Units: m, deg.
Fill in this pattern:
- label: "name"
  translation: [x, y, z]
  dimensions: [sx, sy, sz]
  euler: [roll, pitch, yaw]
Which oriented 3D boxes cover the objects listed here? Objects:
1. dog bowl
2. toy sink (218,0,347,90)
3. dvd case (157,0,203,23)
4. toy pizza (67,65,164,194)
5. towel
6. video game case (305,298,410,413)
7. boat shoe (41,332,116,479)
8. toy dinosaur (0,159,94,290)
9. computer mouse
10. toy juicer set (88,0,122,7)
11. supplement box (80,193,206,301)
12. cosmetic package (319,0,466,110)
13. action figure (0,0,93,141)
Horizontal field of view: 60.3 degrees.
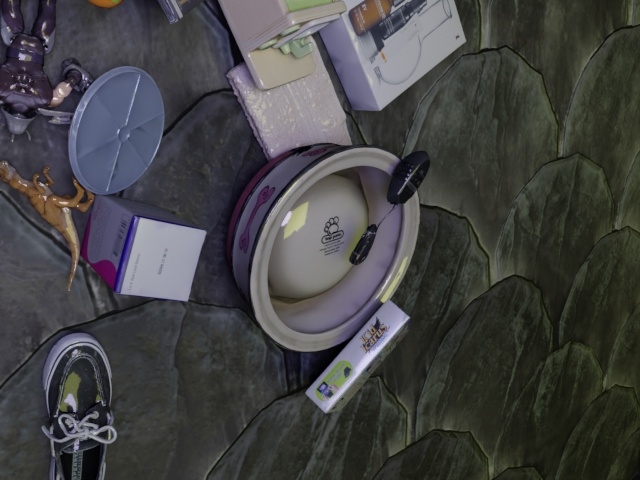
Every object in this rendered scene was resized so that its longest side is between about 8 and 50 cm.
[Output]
- label: "dog bowl"
  translation: [0.000, 0.000, 1.055]
  dimensions: [0.407, 0.150, 0.408]
  euler: [-20, 124, -33]
- label: "toy sink"
  translation: [-0.060, -0.389, 0.897]
  dimensions: [0.152, 0.131, 0.234]
  euler: [-34, 106, -42]
- label: "dvd case"
  translation: [-0.219, -0.426, 0.805]
  dimensions: [0.221, 0.018, 0.165]
  euler: [-77, 147, -54]
- label: "toy pizza"
  translation: [-0.313, -0.168, 0.844]
  dimensions: [0.201, 0.032, 0.201]
  euler: [-58, 162, -32]
- label: "towel"
  translation: [-0.046, -0.235, 1.056]
  dimensions: [0.187, 0.049, 0.282]
  euler: [-39, 122, -22]
- label: "video game case"
  translation: [0.088, 0.252, 1.171]
  dimensions: [0.244, 0.061, 0.269]
  euler: [-47, 163, -6]
- label: "boat shoe"
  translation: [-0.401, 0.311, 0.915]
  dimensions: [0.113, 0.105, 0.307]
  euler: [5, 100, -37]
- label: "toy dinosaur"
  translation: [-0.405, -0.043, 0.854]
  dimensions: [0.112, 0.064, 0.212]
  euler: [-33, 111, -4]
- label: "computer mouse"
  translation: [0.118, -0.062, 1.001]
  dimensions: [0.242, 0.041, 0.071]
  euler: [-55, 156, 2]
- label: "toy juicer set"
  translation: [-0.328, -0.427, 0.683]
  dimensions: [0.089, 0.329, 0.209]
  euler: [-42, 153, 30]
- label: "supplement box"
  translation: [-0.279, 0.005, 0.847]
  dimensions: [0.113, 0.220, 0.111]
  euler: [13, 96, -38]
- label: "cosmetic package"
  translation: [0.115, -0.491, 1.074]
  dimensions: [0.284, 0.097, 0.377]
  euler: [-43, 123, -22]
- label: "action figure"
  translation: [-0.405, -0.277, 0.762]
  dimensions: [0.185, 0.099, 0.285]
  euler: [3, 105, -43]
